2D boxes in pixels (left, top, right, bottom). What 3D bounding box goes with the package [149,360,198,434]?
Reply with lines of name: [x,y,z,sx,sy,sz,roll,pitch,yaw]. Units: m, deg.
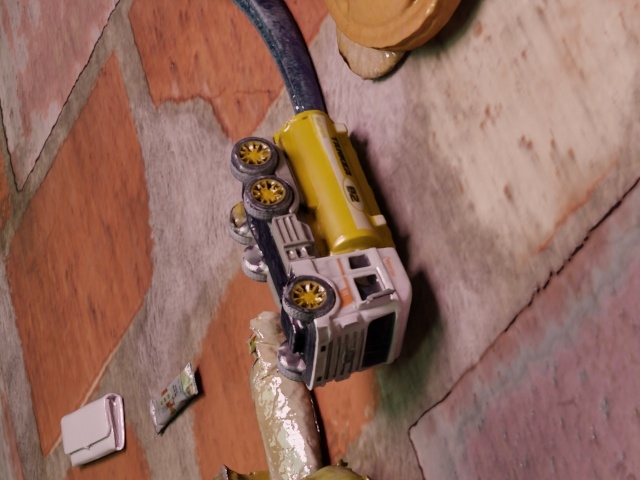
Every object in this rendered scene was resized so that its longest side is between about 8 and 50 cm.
package: [-0.143,0.154,1.592,0.110,0.015,0.037,-45,55,49]

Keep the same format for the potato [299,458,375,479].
potato: [0.031,0.234,1.220,0.225,0.090,0.117,-146,58,-63]

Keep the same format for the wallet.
wallet: [-0.245,0.205,1.747,0.122,0.025,0.061,-28,69,54]

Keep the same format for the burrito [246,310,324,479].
burrito: [-0.031,0.150,1.376,0.058,0.045,0.188,-55,44,51]

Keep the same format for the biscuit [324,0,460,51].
biscuit: [0.060,-0.287,1.265,0.202,0.044,0.289,-15,72,55]

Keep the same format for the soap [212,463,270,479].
soap: [-0.059,0.317,1.376,0.135,0.076,0.233,-49,46,43]

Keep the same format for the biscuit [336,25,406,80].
biscuit: [0.045,-0.189,1.317,0.120,0.015,0.120,-13,75,58]

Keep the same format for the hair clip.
hair clip: [-0.054,-0.192,1.455,0.083,0.048,0.275,-61,40,29]

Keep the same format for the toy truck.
toy truck: [0.000,0.000,1.278,0.098,0.114,0.227,96,158,-50]
